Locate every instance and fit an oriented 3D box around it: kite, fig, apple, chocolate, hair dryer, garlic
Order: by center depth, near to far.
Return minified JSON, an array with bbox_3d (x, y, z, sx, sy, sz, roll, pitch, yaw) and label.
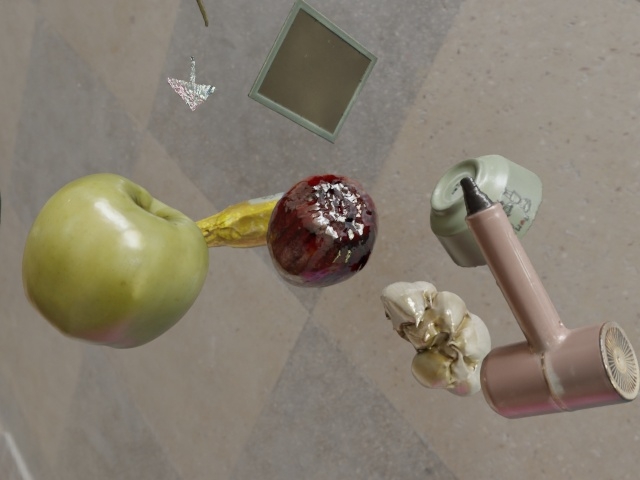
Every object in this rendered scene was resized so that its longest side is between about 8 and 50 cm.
[{"bbox_3d":[0.259,0.072,0.899,0.189,0.106,0.345,-23,97,43],"label":"hair dryer"},{"bbox_3d":[-0.304,0.035,1.013,0.262,0.262,0.263,10,104,45],"label":"apple"},{"bbox_3d":[0.001,-0.008,1.387,0.263,0.224,0.224,-44,64,21],"label":"fig"},{"bbox_3d":[0.261,0.199,1.439,0.203,0.184,0.281,103,145,-81],"label":"garlic"},{"bbox_3d":[-0.329,-0.403,1.739,0.011,0.139,0.157,-27,61,53],"label":"kite"},{"bbox_3d":[-0.187,-0.048,2.005,0.444,0.162,0.162,-10,89,15],"label":"chocolate"}]

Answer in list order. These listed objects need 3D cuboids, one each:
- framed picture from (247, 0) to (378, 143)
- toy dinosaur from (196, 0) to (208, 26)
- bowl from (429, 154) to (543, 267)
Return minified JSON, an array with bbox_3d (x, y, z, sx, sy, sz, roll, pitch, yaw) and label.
[{"bbox_3d":[-0.009,-0.340,1.392,0.017,0.274,0.217,36,99,41],"label":"framed picture"},{"bbox_3d":[-0.310,-0.693,1.680,0.072,0.199,0.252,14,89,45],"label":"toy dinosaur"},{"bbox_3d":[0.271,-0.067,1.187,0.211,0.112,0.211,-41,26,26],"label":"bowl"}]
